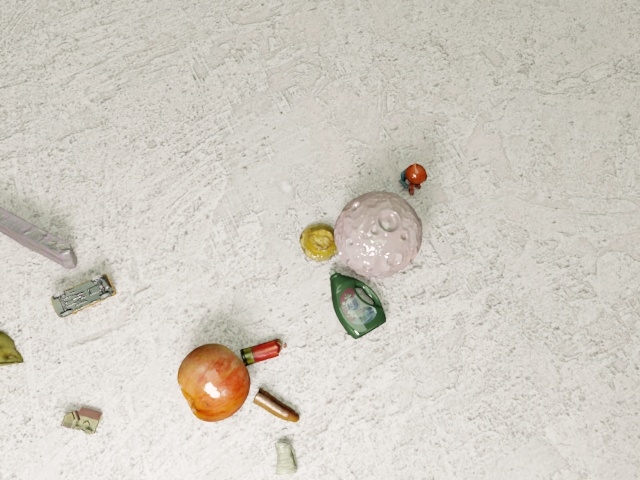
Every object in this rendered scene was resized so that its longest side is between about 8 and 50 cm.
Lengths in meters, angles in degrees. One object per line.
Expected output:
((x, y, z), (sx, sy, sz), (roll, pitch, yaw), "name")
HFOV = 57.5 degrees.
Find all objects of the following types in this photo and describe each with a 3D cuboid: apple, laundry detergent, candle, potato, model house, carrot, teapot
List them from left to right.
((-0.886, 0.280, 1.558), (0.149, 0.081, 0.120), (-8, 74, -8), "potato")
((-0.626, 0.470, 1.533), (0.084, 0.057, 0.058), (17, 75, 2), "model house")
((-0.282, 0.371, 1.523), (0.164, 0.209, 0.209), (-38, 79, -29), "apple")
((-0.157, 0.311, 1.636), (0.131, 0.052, 0.051), (-16, 74, -12), "candle")
((-0.119, 0.458, 1.592), (0.139, 0.048, 0.048), (31, 71, 4), "carrot")
((-0.093, 0.579, 1.553), (0.067, 0.057, 0.083), (10, 61, -42), "teapot")
((0.096, 0.172, 1.704), (0.137, 0.063, 0.210), (-26, 73, -17), "laundry detergent")

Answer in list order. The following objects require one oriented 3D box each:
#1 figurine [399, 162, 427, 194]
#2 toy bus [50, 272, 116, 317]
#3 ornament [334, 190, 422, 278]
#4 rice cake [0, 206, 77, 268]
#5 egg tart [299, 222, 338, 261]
((0.289, -0.199, 1.806), (0.068, 0.140, 0.075), (-39, 79, -12), "figurine")
((-0.659, 0.156, 1.626), (0.162, 0.074, 0.069), (-25, 83, -15), "toy bus")
((0.166, -0.020, 1.683), (0.260, 0.225, 0.259), (3, 72, -10), "ornament")
((-0.825, -0.015, 1.651), (0.298, 0.106, 0.050), (27, 61, 4), "rice cake")
((0.000, 0.000, 1.758), (0.129, 0.049, 0.128), (2, 69, -5), "egg tart")
